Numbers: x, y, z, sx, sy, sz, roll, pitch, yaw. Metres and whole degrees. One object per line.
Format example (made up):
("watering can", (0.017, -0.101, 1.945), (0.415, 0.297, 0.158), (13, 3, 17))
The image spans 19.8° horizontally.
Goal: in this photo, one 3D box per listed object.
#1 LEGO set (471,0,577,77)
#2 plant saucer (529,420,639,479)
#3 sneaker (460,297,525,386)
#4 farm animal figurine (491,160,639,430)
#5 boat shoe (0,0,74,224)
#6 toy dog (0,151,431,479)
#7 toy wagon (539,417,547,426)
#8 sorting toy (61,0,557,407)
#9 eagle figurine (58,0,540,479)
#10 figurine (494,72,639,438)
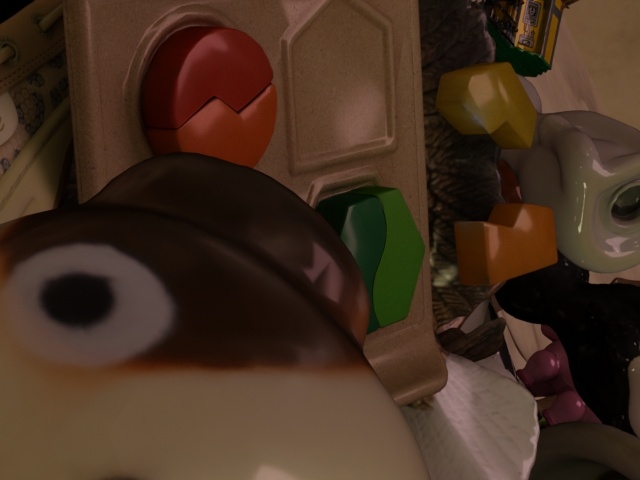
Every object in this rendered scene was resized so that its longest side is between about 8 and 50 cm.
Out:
("LEGO set", (0.048, -0.260, 1.315), (0.331, 0.255, 0.192), (28, 70, -50))
("plant saucer", (0.238, 0.284, 1.068), (0.400, 0.100, 0.400), (163, -90, -71))
("sneaker", (0.080, 0.115, 1.212), (0.330, 0.122, 0.146), (51, 22, -47))
("farm animal figurine", (0.189, 0.012, 1.455), (0.330, 0.172, 0.327), (62, -3, -27))
("boat shoe", (-0.141, -0.079, 0.759), (0.285, 0.104, 0.089), (-84, 152, -56))
("toy dog", (-0.008, 0.170, 0.586), (0.408, 0.284, 0.395), (61, -4, -24))
("toy wagon", (0.270, 0.287, 1.723), (0.344, 0.068, 0.267), (24, 48, -68))
("sorting toy", (0.015, -0.034, 0.813), (0.307, 0.041, 0.229), (-16, 103, -47))
("eagle figurine", (-0.010, -0.001, 0.967), (0.226, 0.225, 0.298), (-79, 157, -43))
("figurine", (0.145, -0.006, 1.114), (0.209, 0.092, 0.215), (39, -26, 55))
